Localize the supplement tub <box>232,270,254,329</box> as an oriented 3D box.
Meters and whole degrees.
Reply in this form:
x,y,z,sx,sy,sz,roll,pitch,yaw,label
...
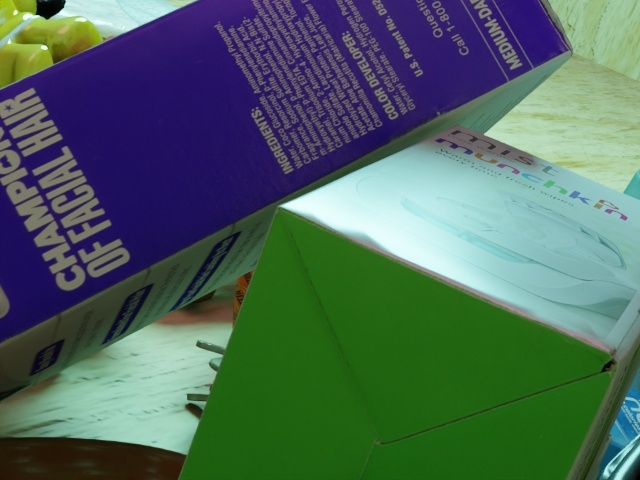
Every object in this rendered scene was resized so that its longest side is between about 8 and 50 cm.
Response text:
x,y,z,sx,sy,sz,roll,pitch,yaw,label
0.043,0.043,1.011,0.190,0.117,0.117,10,17,6,supplement tub

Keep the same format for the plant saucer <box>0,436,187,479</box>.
x,y,z,sx,sy,sz,roll,pitch,yaw,label
-0.137,0.124,0.645,0.200,0.037,0.200,0,7,0,plant saucer

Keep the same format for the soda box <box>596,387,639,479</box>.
x,y,z,sx,sy,sz,roll,pitch,yaw,label
0.209,0.148,0.895,0.210,0.071,0.067,24,31,-24,soda box

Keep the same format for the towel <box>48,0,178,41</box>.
x,y,z,sx,sy,sz,roll,pitch,yaw,label
-0.316,-0.293,1.775,0.317,0.053,0.332,9,20,-31,towel

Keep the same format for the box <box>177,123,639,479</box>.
x,y,z,sx,sy,sz,roll,pitch,yaw,label
0.035,0.105,0.603,0.127,0.262,0.231,25,19,13,box

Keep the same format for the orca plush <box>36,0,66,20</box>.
x,y,z,sx,sy,sz,roll,pitch,yaw,label
-0.241,-0.167,1.335,0.287,0.102,0.151,19,26,-50,orca plush

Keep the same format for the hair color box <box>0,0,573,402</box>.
x,y,z,sx,sy,sz,roll,pitch,yaw,label
-0.068,-0.033,0.725,0.339,0.185,0.110,-29,85,-20,hair color box

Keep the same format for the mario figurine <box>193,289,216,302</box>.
x,y,z,sx,sy,sz,roll,pitch,yaw,label
0.000,0.000,1.187,0.321,0.170,0.198,-5,70,-34,mario figurine

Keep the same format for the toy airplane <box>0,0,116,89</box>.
x,y,z,sx,sy,sz,roll,pitch,yaw,label
-0.272,-0.120,0.925,0.384,0.272,0.386,-8,41,-19,toy airplane

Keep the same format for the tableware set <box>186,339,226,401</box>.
x,y,z,sx,sy,sz,roll,pitch,yaw,label
0.016,0.115,0.922,0.194,0.039,0.128,19,1,-22,tableware set

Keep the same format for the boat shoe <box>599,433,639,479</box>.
x,y,z,sx,sy,sz,roll,pitch,yaw,label
0.159,0.206,0.619,0.187,0.156,0.500,24,19,7,boat shoe

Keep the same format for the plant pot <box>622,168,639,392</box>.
x,y,z,sx,sy,sz,roll,pitch,yaw,label
0.276,0.066,1.092,0.293,0.196,0.293,18,18,-6,plant pot
